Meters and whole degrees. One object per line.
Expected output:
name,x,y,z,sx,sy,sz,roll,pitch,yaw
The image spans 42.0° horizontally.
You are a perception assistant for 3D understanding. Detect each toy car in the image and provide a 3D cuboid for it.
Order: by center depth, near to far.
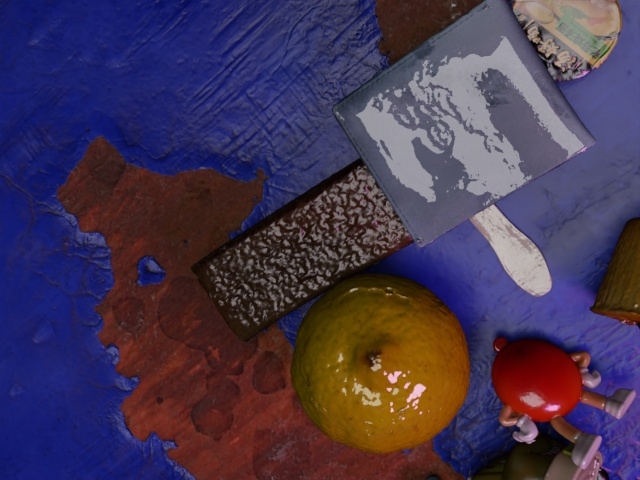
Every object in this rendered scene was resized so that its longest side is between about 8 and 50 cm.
toy car,0.316,0.414,1.292,0.198,0.204,0.247,15,105,35

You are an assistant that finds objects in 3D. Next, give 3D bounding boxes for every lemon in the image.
lemon,0.089,0.183,1.248,0.293,0.293,0.292,2,99,14

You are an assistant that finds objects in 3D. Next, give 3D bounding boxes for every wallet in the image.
wallet,0.194,-0.162,1.167,0.291,0.054,0.251,-31,89,22

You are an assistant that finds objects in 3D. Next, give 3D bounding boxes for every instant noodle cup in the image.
instant noodle cup,0.343,-0.301,1.190,0.152,0.122,0.151,2,100,12

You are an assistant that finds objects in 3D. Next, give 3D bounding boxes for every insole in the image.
insole,0.296,0.006,1.307,0.063,0.010,0.192,-40,88,17

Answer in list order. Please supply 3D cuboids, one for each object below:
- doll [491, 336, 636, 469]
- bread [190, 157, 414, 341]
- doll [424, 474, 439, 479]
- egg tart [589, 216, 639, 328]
doll,0.342,0.230,1.265,0.217,0.085,0.183,32,61,28
bread,0.000,0.000,1.332,0.417,0.113,0.165,-31,89,18
doll,0.174,0.491,1.389,0.159,0.059,0.158,-42,86,15
egg tart,0.500,0.063,1.172,0.215,0.215,0.170,11,87,13
